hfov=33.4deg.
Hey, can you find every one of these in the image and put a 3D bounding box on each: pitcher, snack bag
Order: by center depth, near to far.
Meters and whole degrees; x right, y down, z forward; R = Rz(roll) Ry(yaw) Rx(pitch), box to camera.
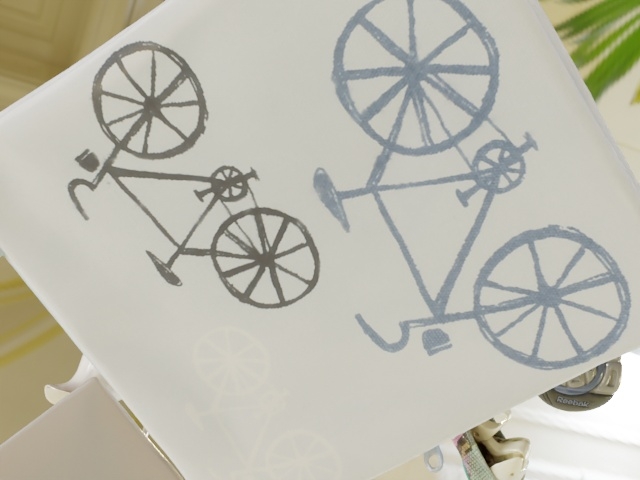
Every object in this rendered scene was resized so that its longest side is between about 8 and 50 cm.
[{"bbox_3d":[0.000,0.000,0.609,0.323,0.342,0.037,55,-165,-18],"label":"snack bag"},{"bbox_3d":[-0.312,0.219,1.723,0.177,0.125,0.207,42,-122,-6],"label":"pitcher"}]

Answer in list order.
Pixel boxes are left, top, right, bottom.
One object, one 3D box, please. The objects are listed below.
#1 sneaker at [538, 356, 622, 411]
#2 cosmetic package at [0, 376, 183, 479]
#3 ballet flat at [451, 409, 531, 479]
[{"bbox_3d":[0.231,0.009,1.029,0.110,0.297,0.129,-1,-173,14],"label":"sneaker"},{"bbox_3d":[-0.340,0.327,1.061,0.385,0.217,0.156,-36,-97,-27],"label":"cosmetic package"},{"bbox_3d":[0.181,0.212,1.167,0.222,0.079,0.077,60,-147,-10],"label":"ballet flat"}]
